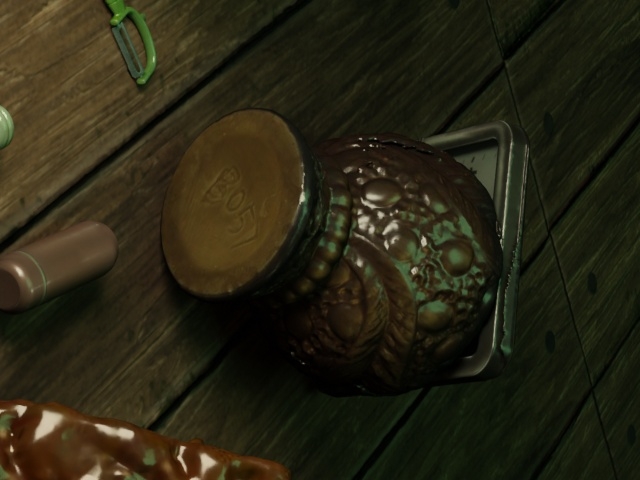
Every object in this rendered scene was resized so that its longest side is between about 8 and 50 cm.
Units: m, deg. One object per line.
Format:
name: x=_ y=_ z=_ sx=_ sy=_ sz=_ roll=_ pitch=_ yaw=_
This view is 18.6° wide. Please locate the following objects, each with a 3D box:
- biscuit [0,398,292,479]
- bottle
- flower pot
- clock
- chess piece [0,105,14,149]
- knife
biscuit: x=-0.215 y=0.322 z=1.464 sx=0.343 sy=0.166 sz=0.395 roll=17 pitch=67 yaw=-13
bottle: x=-0.234 y=0.023 z=1.709 sx=0.140 sy=0.053 sz=0.053 roll=-28 pitch=110 yaw=-57
flower pot: x=0.000 y=0.000 z=1.919 sx=0.267 sy=0.267 sz=0.266 roll=24 pitch=66 yaw=-43
clock: x=0.108 y=0.025 z=2.052 sx=0.049 sy=0.279 sz=0.273 roll=20 pitch=70 yaw=-38
chess piece: x=-0.300 y=-0.085 z=1.628 sx=0.093 sy=0.042 sz=0.042 roll=-27 pitch=110 yaw=-51
knife: x=-0.197 y=-0.249 z=1.833 sx=0.054 sy=0.015 sz=0.212 roll=-56 pitch=133 yaw=-45
